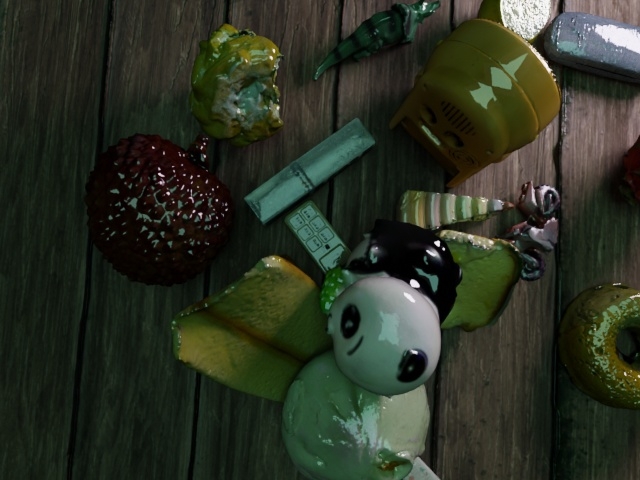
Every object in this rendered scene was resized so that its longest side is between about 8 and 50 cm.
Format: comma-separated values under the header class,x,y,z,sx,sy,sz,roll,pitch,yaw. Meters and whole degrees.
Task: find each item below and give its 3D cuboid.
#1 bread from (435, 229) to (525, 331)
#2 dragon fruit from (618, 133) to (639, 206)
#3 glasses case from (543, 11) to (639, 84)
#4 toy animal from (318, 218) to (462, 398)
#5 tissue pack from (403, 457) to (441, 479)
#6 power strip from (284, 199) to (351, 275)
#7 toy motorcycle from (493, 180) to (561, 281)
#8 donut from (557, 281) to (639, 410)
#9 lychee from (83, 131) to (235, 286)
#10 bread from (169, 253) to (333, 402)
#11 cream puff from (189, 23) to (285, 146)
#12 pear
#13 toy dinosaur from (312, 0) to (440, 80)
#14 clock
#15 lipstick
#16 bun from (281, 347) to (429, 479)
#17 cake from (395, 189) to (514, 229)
class,x,y,z,sx,sy,sz,roll,pitch,yaw
bread,0.282,0.061,0.831,0.174,0.133,0.251,7,131,4
dragon fruit,0.718,-0.176,0.815,0.192,0.193,0.274,14,113,-41
glasses case,0.626,-0.415,0.897,0.282,0.067,0.109,14,83,1
toy animal,0.102,0.107,0.678,0.212,0.212,0.267,33,52,1
tissue pack,0.196,0.479,0.853,0.056,0.023,0.108,-43,88,-4
power strip,0.000,0.000,0.875,0.076,0.028,0.169,-38,88,-4
toy motorcycle,0.426,-0.027,0.862,0.118,0.084,0.212,19,79,1
donut,0.635,0.220,0.842,0.272,0.107,0.272,0,85,0
lychee,-0.282,-0.064,0.756,0.264,0.264,0.300,27,90,0
bread,-0.075,0.165,0.699,0.245,0.361,0.233,42,86,3
cream puff,-0.171,-0.301,0.813,0.195,0.221,0.194,4,42,-3
pear,0.397,-0.473,0.878,0.141,0.104,0.141,-5,106,-16
toy dinosaur,0.114,-0.433,0.886,0.292,0.120,0.079,-22,99,21
clock,0.275,-0.242,0.756,0.244,0.317,0.200,43,93,1
lipstick,-0.020,-0.141,0.858,0.290,0.077,0.076,-38,88,-4
bun,0.080,0.338,0.746,0.293,0.187,0.293,-3,99,-18
cake,0.263,-0.070,0.845,0.225,0.109,0.090,-11,87,-2
